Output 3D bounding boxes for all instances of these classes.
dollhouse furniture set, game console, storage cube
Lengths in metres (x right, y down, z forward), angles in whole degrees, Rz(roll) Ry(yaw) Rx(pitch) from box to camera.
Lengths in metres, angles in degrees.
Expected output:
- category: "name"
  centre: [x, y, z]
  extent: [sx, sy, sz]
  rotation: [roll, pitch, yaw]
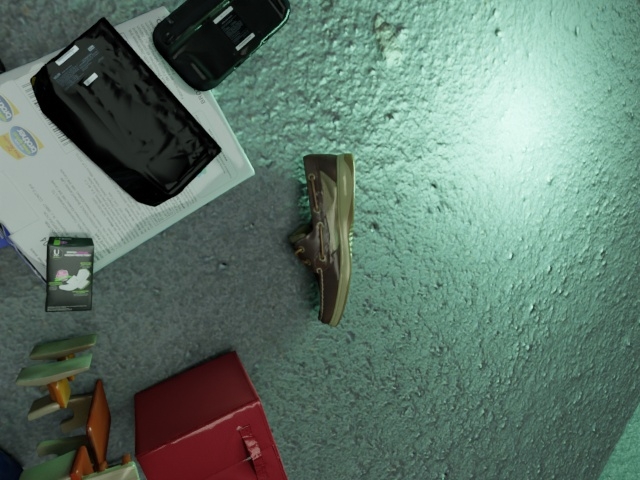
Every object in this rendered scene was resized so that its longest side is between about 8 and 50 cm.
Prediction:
- category: "dollhouse furniture set"
  centre: [-0.327, 0.296, 0.667]
  extent: [0.135, 0.259, 0.262]
  rotation: [-12, 106, -17]
- category: "game console"
  centre: [-0.174, -0.233, 0.623]
  extent: [0.361, 0.044, 0.213]
  rotation: [-48, 119, -14]
- category: "storage cube"
  centre: [-0.189, 0.337, 0.783]
  extent: [0.193, 0.215, 0.184]
  rotation: [-21, 108, -18]

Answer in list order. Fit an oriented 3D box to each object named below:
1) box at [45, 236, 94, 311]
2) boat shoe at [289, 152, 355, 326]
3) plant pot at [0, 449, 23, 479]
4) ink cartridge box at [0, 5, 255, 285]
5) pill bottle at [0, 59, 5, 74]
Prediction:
- category: "box"
  centre: [-0.314, 0.041, 0.576]
  extent: [0.052, 0.062, 0.083]
  rotation: [3, 99, -29]
- category: "boat shoe"
  centre: [0.000, 0.000, 0.901]
  extent: [0.123, 0.123, 0.342]
  rotation: [3, 103, 0]
- category: "plant pot"
  centre: [-0.555, 0.350, 0.567]
  extent: [0.236, 0.236, 0.212]
  rotation: [-34, 107, -20]
- category: "ink cartridge box"
  centre: [-0.337, -0.116, 0.655]
  extent: [0.395, 0.151, 0.270]
  rotation: [-37, 114, -22]
- category: "pill bottle"
  centre: [-0.496, -0.293, 0.554]
  extent: [0.122, 0.123, 0.219]
  rotation: [-26, 109, -23]
